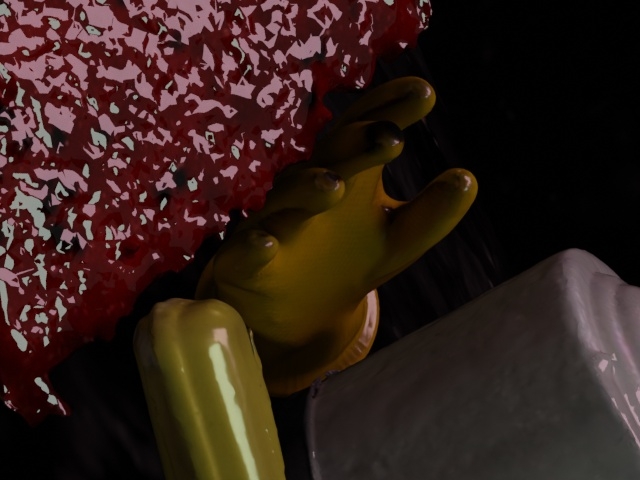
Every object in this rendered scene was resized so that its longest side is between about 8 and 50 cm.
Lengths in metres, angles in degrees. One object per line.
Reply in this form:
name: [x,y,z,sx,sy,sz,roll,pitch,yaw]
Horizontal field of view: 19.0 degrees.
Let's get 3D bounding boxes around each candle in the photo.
candle: [0.119,0.136,1.091,0.221,0.342,0.221,52,19,-26]

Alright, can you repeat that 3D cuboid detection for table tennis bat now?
table tennis bat: [-0.020,0.204,0.886,0.224,0.054,0.368,-25,102,-77]

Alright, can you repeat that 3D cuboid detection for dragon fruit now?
dragon fruit: [-0.112,-0.122,0.913,0.343,0.100,0.282,-43,120,-31]

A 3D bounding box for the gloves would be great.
gloves: [-0.001,0.001,1.082,0.116,0.133,0.294,36,-20,4]
